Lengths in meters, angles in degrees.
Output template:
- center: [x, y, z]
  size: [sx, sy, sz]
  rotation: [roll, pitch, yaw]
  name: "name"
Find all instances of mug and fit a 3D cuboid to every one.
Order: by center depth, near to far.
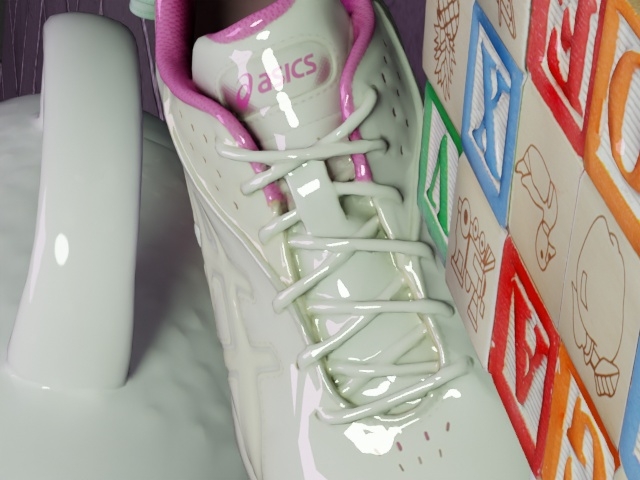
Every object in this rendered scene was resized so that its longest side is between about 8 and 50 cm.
- center: [-0.135, 0.055, 0.912]
  size: [0.374, 0.276, 0.328]
  rotation: [105, 167, -45]
  name: "mug"

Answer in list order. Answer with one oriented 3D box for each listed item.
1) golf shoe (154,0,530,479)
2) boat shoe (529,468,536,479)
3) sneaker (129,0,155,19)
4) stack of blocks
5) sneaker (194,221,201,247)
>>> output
- center: [0.000, 0.000, 0.599]
  size: [0.140, 0.115, 0.306]
  rotation: [63, -176, -61]
  name: "golf shoe"
- center: [0.087, 0.053, 0.511]
  size: [0.040, 0.049, 0.142]
  rotation: [111, 157, -51]
  name: "boat shoe"
- center: [-0.074, -0.203, 1.034]
  size: [0.256, 0.094, 0.151]
  rotation: [-123, 42, -81]
  name: "sneaker"
- center: [0.096, 0.030, 0.367]
  size: [0.297, 0.087, 0.171]
  rotation: [-109, 18, -55]
  name: "stack of blocks"
- center: [0.014, 0.020, 0.725]
  size: [0.104, 0.095, 0.236]
  rotation: [122, 142, -51]
  name: "sneaker"
